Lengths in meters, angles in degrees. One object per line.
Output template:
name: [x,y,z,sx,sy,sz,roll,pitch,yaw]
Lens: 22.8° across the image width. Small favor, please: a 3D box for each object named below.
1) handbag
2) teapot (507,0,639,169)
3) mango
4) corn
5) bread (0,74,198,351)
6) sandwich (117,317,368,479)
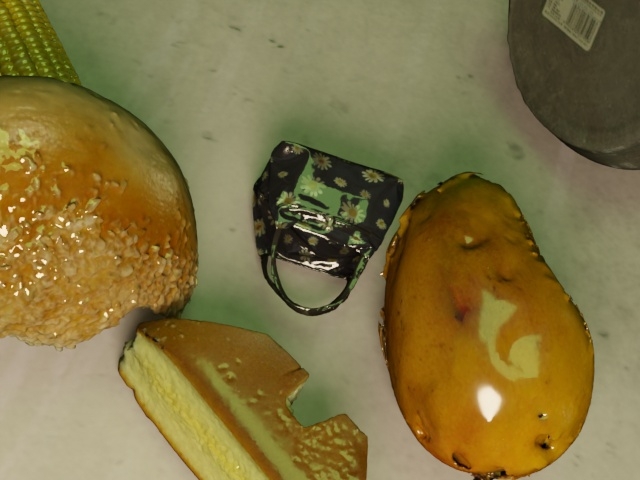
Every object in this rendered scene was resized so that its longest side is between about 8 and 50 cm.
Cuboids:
handbag: [0.000,0.000,1.244,0.115,0.072,0.139,18,51,-11]
teapot: [0.341,-0.215,1.474,0.344,0.253,0.300,-13,25,-38]
mango: [0.120,0.059,1.185,0.156,0.151,0.249,-13,53,11]
corn: [-0.241,-0.138,1.259,0.081,0.081,0.248,-13,58,-30]
bread: [-0.216,-0.015,1.086,0.314,0.192,0.171,-1,50,-22]
sandwich: [-0.035,0.137,1.098,0.088,0.090,0.244,-28,66,-34]
